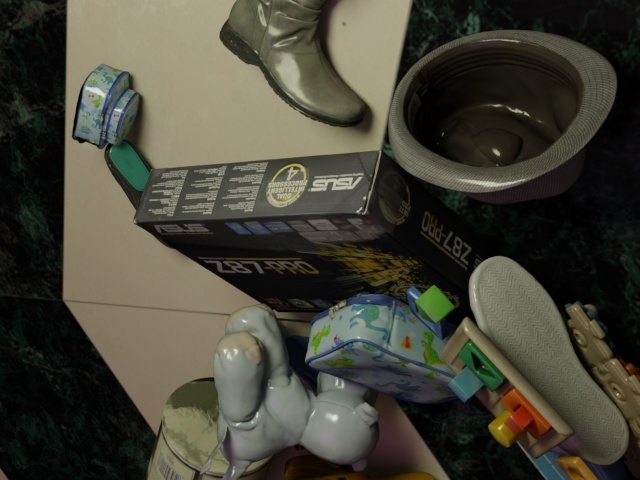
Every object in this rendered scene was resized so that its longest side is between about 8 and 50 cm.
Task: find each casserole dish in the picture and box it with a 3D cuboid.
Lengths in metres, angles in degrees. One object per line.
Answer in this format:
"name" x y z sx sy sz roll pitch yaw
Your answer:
"casserole dish" 0.338 0.295 1.534 0.188 0.037 0.114 51 135 2

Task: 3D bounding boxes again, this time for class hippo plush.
"hippo plush" -0.028 0.229 1.614 0.237 0.294 0.234 6 134 7

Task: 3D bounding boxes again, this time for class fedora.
"fedora" 0.214 -0.125 1.292 0.275 0.243 0.124 17 153 35

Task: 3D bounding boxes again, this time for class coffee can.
"coffee can" -0.196 0.399 1.899 0.201 0.201 0.275 35 131 18

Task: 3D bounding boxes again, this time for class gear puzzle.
"gear puzzle" 0.400 0.222 1.383 0.339 0.044 0.175 56 165 9

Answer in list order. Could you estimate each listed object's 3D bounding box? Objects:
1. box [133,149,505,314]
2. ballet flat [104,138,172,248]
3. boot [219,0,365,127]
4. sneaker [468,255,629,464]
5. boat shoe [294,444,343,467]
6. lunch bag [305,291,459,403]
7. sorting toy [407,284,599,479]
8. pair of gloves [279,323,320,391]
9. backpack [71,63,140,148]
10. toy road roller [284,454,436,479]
"box" 0.000 0.000 1.474 0.395 0.097 0.318 -1 153 38
"ballet flat" -0.282 -0.076 1.796 0.074 0.074 0.203 -23 105 44
"boot" -0.019 -0.273 1.464 0.246 0.083 0.161 40 127 12
"sneaker" 0.257 0.159 1.423 0.292 0.108 0.169 58 162 -2
"boat shoe" -0.027 0.304 1.786 0.178 0.060 0.064 29 135 6
"lunch bag" 0.099 0.154 1.530 0.219 0.090 0.176 22 152 -22
"sorting toy" 0.214 0.192 1.351 0.347 0.047 0.196 47 167 13
"pair of gloves" -0.049 0.208 1.800 0.159 0.023 0.198 43 134 8
"backpack" -0.329 -0.211 1.728 0.084 0.105 0.114 18 127 2
"toy road roller" 0.048 0.452 1.777 0.330 0.240 0.202 -8 114 1
